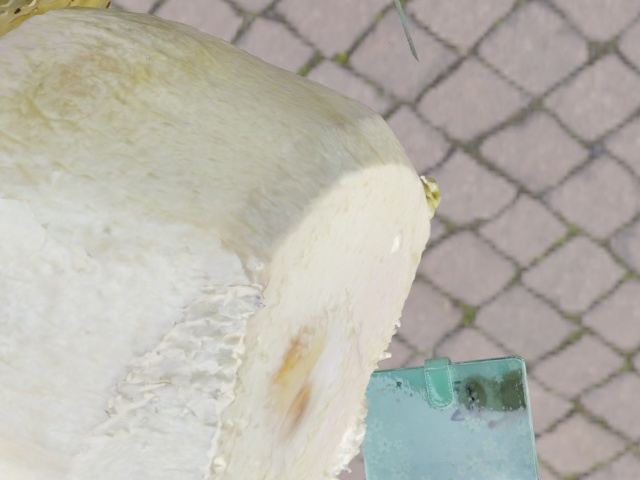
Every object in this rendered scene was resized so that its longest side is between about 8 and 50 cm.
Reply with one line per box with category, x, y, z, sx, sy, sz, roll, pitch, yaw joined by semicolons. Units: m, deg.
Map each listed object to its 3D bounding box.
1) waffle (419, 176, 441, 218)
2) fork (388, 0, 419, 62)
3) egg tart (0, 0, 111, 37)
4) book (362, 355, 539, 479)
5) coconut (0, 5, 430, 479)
waffle;-0.001;-0.002;1.757;0.254;0.245;0.052;2;124;35
fork;0.050;-0.181;1.223;0.021;0.039;0.235;-32;156;-3
egg tart;-0.285;-0.203;1.119;0.443;0.443;0.178;-1;122;11
book;0.096;0.142;1.287;0.135;0.017;0.103;-7;88;16
coconut;-0.107;0.025;0.851;0.254;0.297;0.297;20;136;22
